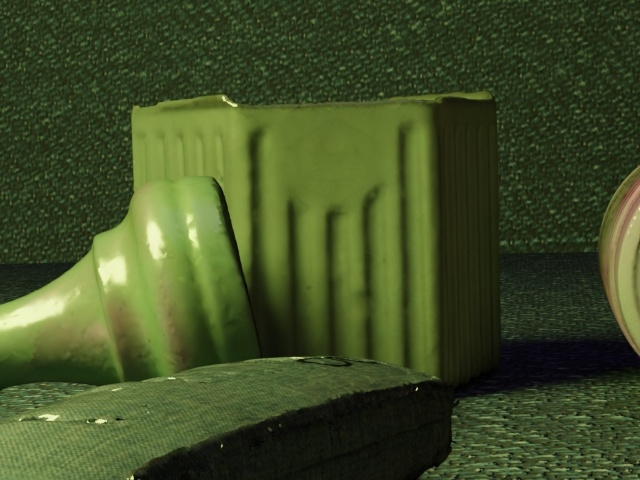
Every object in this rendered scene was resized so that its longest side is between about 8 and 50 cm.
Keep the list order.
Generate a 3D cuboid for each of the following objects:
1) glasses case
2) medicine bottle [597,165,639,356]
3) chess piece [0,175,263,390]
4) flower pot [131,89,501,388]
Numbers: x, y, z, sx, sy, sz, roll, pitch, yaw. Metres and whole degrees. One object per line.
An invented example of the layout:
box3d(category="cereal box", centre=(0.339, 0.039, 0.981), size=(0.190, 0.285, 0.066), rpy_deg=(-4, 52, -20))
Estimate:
box3d(category="glasses case", centre=(-0.042, 0.083, 0.628), size=(0.109, 0.067, 0.282), rpy_deg=(-3, 0, 30))
box3d(category="medicine bottle", centre=(0.243, 0.014, 1.001), size=(0.152, 0.152, 0.254), rpy_deg=(-1, 3, 7))
box3d(category="chess piece", centre=(-0.172, 0.055, 0.913), size=(0.271, 0.139, 0.139), rpy_deg=(-12, 3, -4))
box3d(category="flower pot", centre=(0.000, 0.000, 1.096), size=(0.239, 0.190, 0.209), rpy_deg=(-3, 3, -8))
